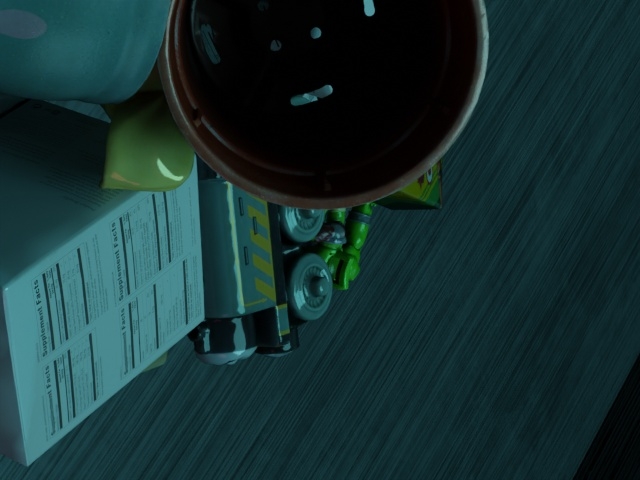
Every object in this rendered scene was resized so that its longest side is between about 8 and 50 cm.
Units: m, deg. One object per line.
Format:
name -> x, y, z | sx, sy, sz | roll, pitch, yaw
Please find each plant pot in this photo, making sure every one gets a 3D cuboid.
plant pot -> -0.014, -0.187, 1.486 | 0.265, 0.272, 0.272 | -120, -137, -75
plant pot -> -0.266, -0.247, 1.334 | 0.196, 0.293, 0.293 | -8, 117, -30

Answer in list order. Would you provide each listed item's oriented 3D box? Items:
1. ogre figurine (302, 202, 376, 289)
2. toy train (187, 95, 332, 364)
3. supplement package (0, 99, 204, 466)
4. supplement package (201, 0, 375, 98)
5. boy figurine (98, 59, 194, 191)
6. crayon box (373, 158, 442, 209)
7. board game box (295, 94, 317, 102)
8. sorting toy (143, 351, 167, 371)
ogre figurine -> 0.000, 0.000, 2.115 | 0.197, 0.097, 0.118 | -19, 112, -69
toy train -> -0.092, -0.027, 1.833 | 0.190, 0.142, 0.334 | -14, 103, -50
supplement package -> -0.266, 0.030, 1.545 | 0.263, 0.199, 0.198 | -40, 140, -44
supplement package -> -0.039, -0.283, 1.753 | 0.194, 0.203, 0.149 | -58, 150, -23
boy figurine -> -0.185, -0.165, 1.510 | 0.092, 0.285, 0.177 | -10, 161, -17
crayon box -> 0.083, -0.149, 2.060 | 0.318, 0.081, 0.202 | 11, 80, -73
board game box -> -0.044, -0.129, 1.944 | 0.026, 0.103, 0.154 | -51, 146, -32
sorting toy -> -0.221, 0.083, 1.821 | 0.274, 0.046, 0.132 | -18, 122, -57
